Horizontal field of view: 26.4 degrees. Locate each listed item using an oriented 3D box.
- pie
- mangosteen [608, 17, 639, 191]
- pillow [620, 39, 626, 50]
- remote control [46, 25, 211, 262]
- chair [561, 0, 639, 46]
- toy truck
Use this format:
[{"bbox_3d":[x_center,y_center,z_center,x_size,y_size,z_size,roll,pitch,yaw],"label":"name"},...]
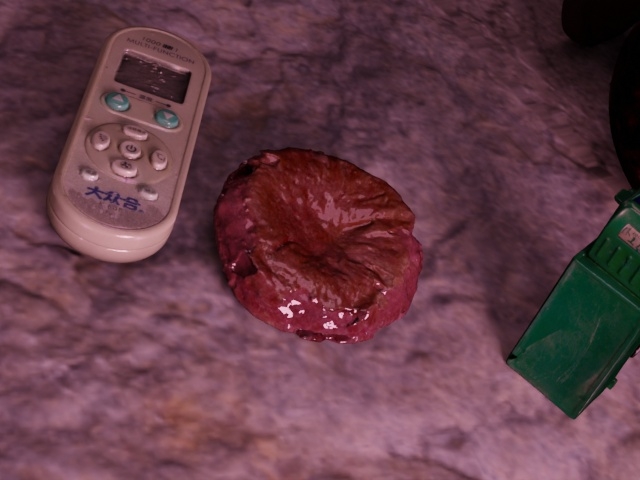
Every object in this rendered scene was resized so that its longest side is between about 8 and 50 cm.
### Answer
[{"bbox_3d":[0.000,0.000,0.866,0.153,0.038,0.153,15,42,-14],"label":"pie"},{"bbox_3d":[0.334,-0.105,1.031,0.228,0.228,0.265,29,25,5],"label":"mangosteen"},{"bbox_3d":[0.370,-0.119,1.201,0.233,0.038,0.131,39,44,18],"label":"pillow"},{"bbox_3d":[-0.120,-0.065,0.873,0.078,0.042,0.221,17,38,-9],"label":"remote control"},{"bbox_3d":[0.199,-0.334,1.203,0.401,0.226,0.226,40,41,18],"label":"chair"},{"bbox_3d":[0.185,0.031,0.846,0.065,0.147,0.079,41,40,18],"label":"toy truck"}]
